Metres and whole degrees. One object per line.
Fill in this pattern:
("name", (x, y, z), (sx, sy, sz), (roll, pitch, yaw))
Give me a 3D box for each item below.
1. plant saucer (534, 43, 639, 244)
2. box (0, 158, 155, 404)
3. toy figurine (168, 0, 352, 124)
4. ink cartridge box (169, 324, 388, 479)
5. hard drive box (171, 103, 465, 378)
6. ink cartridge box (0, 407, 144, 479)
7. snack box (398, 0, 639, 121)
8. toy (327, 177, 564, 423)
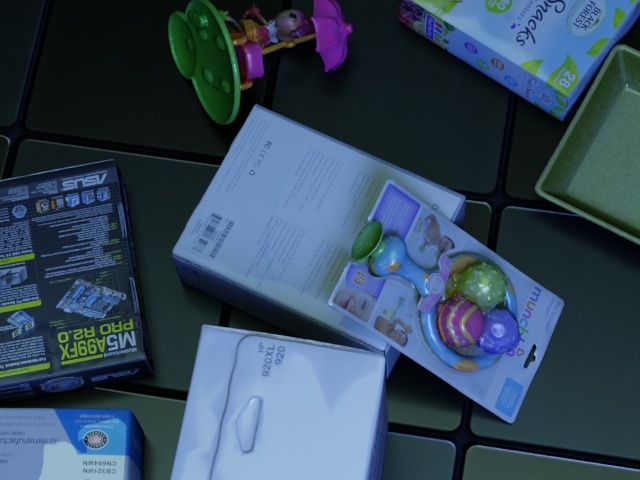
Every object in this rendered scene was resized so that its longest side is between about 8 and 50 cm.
("plant saucer", (0.336, -0.076, 1.924), (0.188, 0.045, 0.188), (27, 73, 12))
("box", (-0.313, 0.050, 1.900), (0.270, 0.060, 0.216), (-11, 70, -1))
("toy figurine", (-0.051, -0.203, 1.968), (0.159, 0.130, 0.173), (-16, 23, -22))
("ink cartridge box", (-0.032, 0.200, 1.735), (0.168, 0.233, 0.171), (8, 70, 6))
("hard drive box", (0.000, 0.000, 1.888), (0.232, 0.089, 0.181), (25, 72, 12))
("ink cartridge box", (-0.247, 0.264, 1.800), (0.148, 0.086, 0.203), (0, 68, 2))
("snack box", (0.212, -0.251, 1.984), (0.207, 0.070, 0.174), (33, 73, 12))
("toy", (0.133, 0.058, 1.810), (0.237, 0.056, 0.137), (33, 72, -22))
